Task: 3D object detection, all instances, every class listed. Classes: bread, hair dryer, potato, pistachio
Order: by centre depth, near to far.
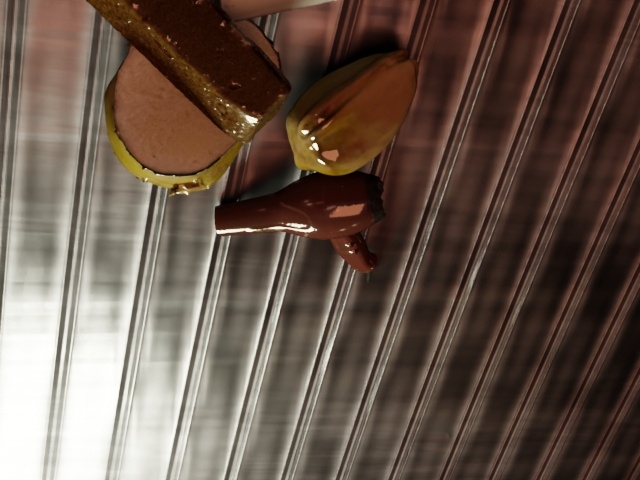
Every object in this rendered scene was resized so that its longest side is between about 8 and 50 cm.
[{"bbox_3d":[-0.219,-0.322,1.475,0.416,0.165,0.113,45,77,-7],"label":"bread"},{"bbox_3d":[-0.216,-0.222,1.644,0.246,0.196,0.299,45,74,-7],"label":"potato"},{"bbox_3d":[0.062,-0.217,1.745,0.261,0.162,0.212,-34,170,-11],"label":"pistachio"},{"bbox_3d":[0.000,0.000,1.916,0.313,0.123,0.340,-11,146,16],"label":"hair dryer"}]

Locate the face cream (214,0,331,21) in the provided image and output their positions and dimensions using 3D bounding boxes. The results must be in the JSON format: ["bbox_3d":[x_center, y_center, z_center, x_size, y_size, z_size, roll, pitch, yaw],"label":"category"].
[{"bbox_3d":[-0.001,-0.436,1.564,0.370,0.145,0.145,-15,128,-16],"label":"face cream"}]
